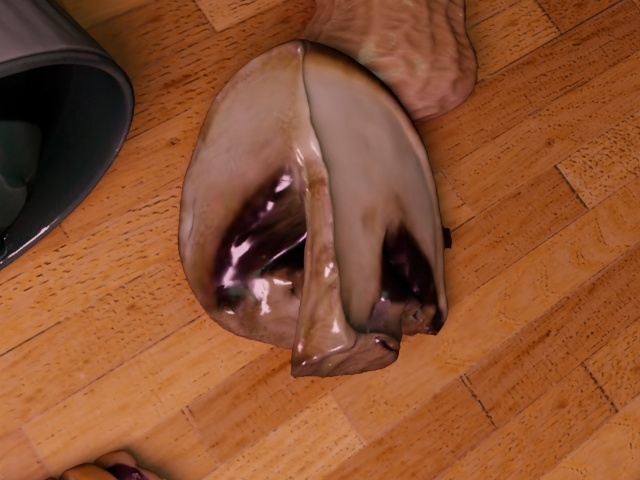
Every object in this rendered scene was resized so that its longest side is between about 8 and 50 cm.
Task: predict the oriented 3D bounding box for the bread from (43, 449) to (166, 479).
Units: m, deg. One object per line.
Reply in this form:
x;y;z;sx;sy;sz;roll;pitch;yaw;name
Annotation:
-0.212;0.254;0.766;0.225;0.081;0.134;-18;75;-22;bread

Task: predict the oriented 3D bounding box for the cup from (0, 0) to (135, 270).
-0.406;-0.127;0.736;0.401;0.310;0.392;-36;78;-27;cup

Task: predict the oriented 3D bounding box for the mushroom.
0.003;-0.004;0.914;0.217;0.212;0.292;14;54;-56;mushroom

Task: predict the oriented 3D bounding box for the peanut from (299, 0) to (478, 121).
0.068;-0.232;1.023;0.197;0.110;0.233;3;71;-16;peanut
